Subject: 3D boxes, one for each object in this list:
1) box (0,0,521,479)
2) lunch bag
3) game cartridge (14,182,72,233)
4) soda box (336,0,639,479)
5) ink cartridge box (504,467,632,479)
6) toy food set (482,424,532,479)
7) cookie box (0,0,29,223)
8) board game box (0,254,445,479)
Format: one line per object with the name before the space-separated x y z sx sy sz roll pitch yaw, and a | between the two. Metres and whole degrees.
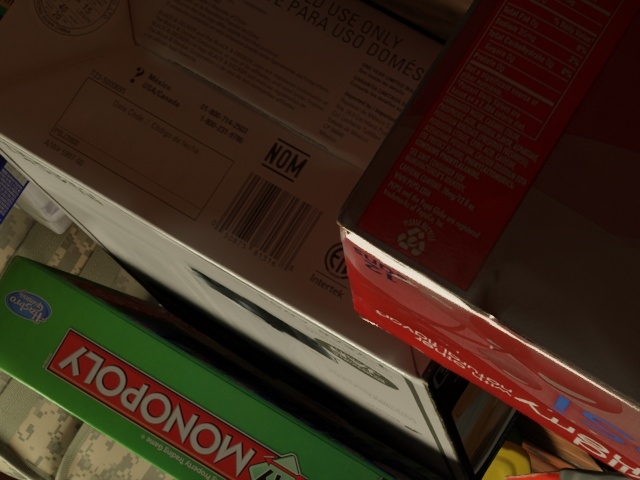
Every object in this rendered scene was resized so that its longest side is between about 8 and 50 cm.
box | 0.000 0.000 0.578 0.169 0.087 0.290 30 171 15
lunch bag | -0.201 0.102 1.361 0.287 0.235 0.169 34 169 -7
game cartridge | -0.265 -0.111 1.003 0.230 0.068 0.355 28 171 5
soda box | 0.135 0.039 0.331 0.263 0.083 0.092 31 171 10
ink cartridge box | 0.252 0.217 0.790 0.308 0.091 0.385 26 170 -2
toy food set | 0.082 0.148 1.116 0.128 0.071 0.218 -6 153 6
cookie box | -0.169 -0.066 0.740 0.092 0.107 0.040 30 170 12
board game box | -0.014 0.095 0.752 0.213 0.046 0.317 29 178 12
